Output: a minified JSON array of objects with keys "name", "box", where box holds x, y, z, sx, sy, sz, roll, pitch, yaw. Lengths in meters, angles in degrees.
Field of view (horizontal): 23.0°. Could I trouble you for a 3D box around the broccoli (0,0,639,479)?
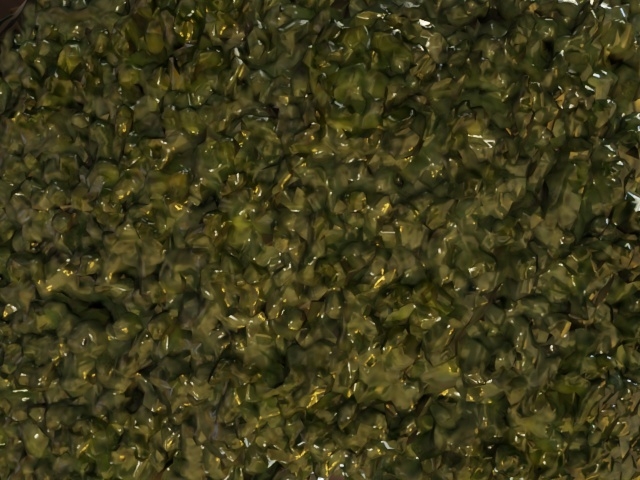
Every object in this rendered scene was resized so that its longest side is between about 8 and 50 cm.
[{"name":"broccoli","box":[0.004,0.021,0.554,0.361,0.221,0.252,84,5,-58]}]
